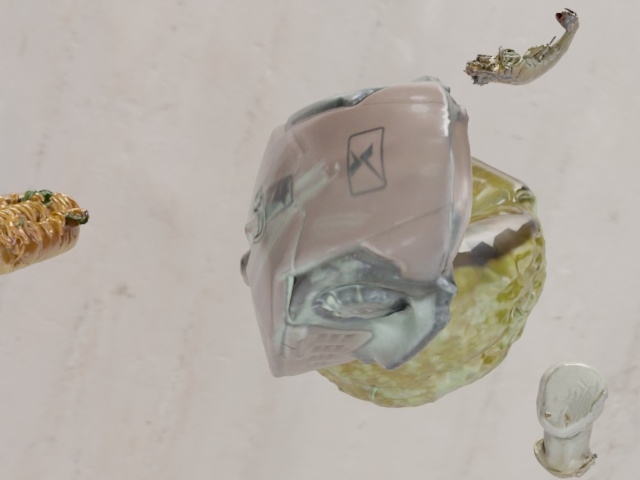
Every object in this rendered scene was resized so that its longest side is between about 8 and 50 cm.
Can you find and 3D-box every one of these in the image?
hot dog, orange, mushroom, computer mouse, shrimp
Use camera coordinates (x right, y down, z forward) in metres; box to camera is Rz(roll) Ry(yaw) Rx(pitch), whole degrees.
[{"bbox_3d":[-0.263,-0.012,1.318,0.072,0.188,0.055,45,111,7],"label":"hot dog"},{"bbox_3d":[0.089,0.040,1.489,0.271,0.369,0.210,-11,108,9],"label":"orange"},{"bbox_3d":[0.287,0.208,1.771,0.081,0.223,0.092,-4,63,3],"label":"mushroom"},{"bbox_3d":[-0.005,-0.002,1.103,0.115,0.389,0.199,10,67,-19],"label":"computer mouse"},{"bbox_3d":[0.246,-0.225,1.793,0.124,0.178,0.034,-46,64,33],"label":"shrimp"}]
